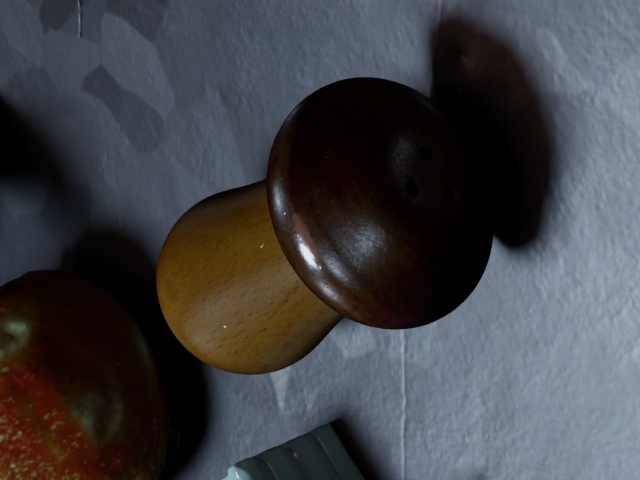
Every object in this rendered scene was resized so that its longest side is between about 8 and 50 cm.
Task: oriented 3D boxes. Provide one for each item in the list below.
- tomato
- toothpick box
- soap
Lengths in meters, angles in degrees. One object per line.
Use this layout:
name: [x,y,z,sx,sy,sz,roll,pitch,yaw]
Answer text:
tomato: [-0.273,0.180,1.796,0.239,0.303,0.303,49,133,2]
toothpick box: [0.000,0.000,1.513,0.294,0.192,0.192,-32,80,51]
soap: [0.007,0.261,1.632,0.198,0.119,0.066,57,136,16]
